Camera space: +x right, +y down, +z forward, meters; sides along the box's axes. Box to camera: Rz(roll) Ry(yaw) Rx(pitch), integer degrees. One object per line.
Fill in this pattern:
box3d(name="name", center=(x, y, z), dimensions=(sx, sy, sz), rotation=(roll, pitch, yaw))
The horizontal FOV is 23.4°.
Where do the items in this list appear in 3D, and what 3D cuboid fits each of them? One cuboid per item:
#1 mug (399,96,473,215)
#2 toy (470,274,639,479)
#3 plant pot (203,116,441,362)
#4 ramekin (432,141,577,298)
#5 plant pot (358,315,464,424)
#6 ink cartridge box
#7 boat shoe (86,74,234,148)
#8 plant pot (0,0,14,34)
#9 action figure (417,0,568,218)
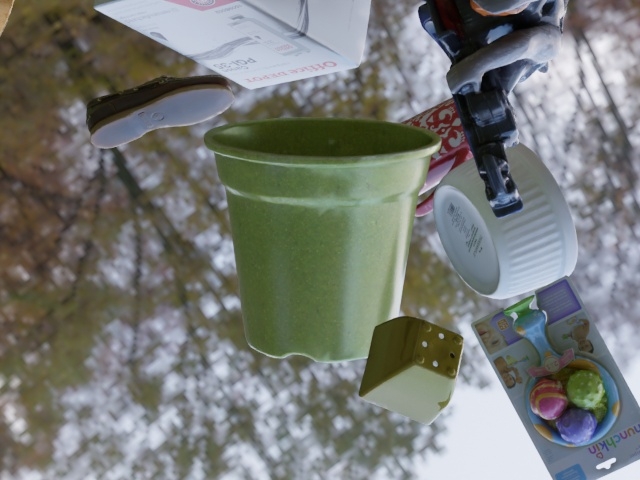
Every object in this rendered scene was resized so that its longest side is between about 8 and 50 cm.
box3d(name="mug", center=(0.172, -0.122, 2.214), dimensions=(0.169, 0.150, 0.113), rotation=(-29, 166, 36))
box3d(name="toy", center=(0.289, 0.177, 1.847), dimensions=(0.137, 0.237, 0.056), rotation=(-29, 175, 17))
box3d(name="plant pot", center=(0.000, 0.000, 1.820), dimensions=(0.276, 0.254, 0.276), rotation=(1, -167, 0))
box3d(name="ramekin", center=(0.238, -0.020, 2.053), dimensions=(0.109, 0.207, 0.207), rotation=(-24, -157, -18))
box3d(name="plant pot", center=(0.097, 0.118, 1.493), dimensions=(0.083, 0.081, 0.081), rotation=(-44, -153, 57))
box3d(name="ink cartridge box", center=(-0.103, -0.300, 1.906), dimensions=(0.207, 0.283, 0.117), rotation=(-6, -111, 43))
box3d(name="boat shoe", center=(-0.223, -0.192, 2.109), dimensions=(0.207, 0.073, 0.073), rotation=(-14, -126, 2))
box3d(name="plant pot", center=(-0.391, -0.244, 1.421), dimensions=(0.205, 0.188, 0.205), rotation=(-32, -133, 41))
box3d(name="action figure", center=(0.190, -0.209, 1.452), dimensions=(0.178, 0.341, 0.330), rotation=(-16, 165, 2))
